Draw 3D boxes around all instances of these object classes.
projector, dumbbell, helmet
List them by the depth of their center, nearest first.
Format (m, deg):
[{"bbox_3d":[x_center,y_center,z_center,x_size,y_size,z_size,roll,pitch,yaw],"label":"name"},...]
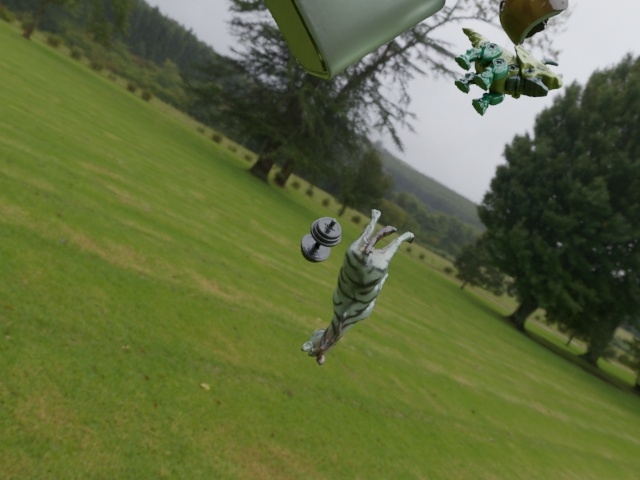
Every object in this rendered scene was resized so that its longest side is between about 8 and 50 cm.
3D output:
[{"bbox_3d":[0.039,-0.461,1.026,0.248,0.249,0.248,59,-3,-24],"label":"projector"},{"bbox_3d":[0.529,-0.601,1.450,0.130,0.198,0.224,46,47,-12],"label":"helmet"},{"bbox_3d":[0.000,0.000,1.723,0.099,0.208,0.099,14,52,-18],"label":"dumbbell"}]

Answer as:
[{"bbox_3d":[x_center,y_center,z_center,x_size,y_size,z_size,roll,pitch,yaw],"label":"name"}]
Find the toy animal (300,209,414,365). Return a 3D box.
[{"bbox_3d":[0.065,0.074,0.947,0.089,0.255,0.170,26,24,13],"label":"toy animal"}]

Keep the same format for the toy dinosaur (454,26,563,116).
[{"bbox_3d":[0.316,-0.329,1.083,0.259,0.153,0.094,53,-18,37],"label":"toy dinosaur"}]
